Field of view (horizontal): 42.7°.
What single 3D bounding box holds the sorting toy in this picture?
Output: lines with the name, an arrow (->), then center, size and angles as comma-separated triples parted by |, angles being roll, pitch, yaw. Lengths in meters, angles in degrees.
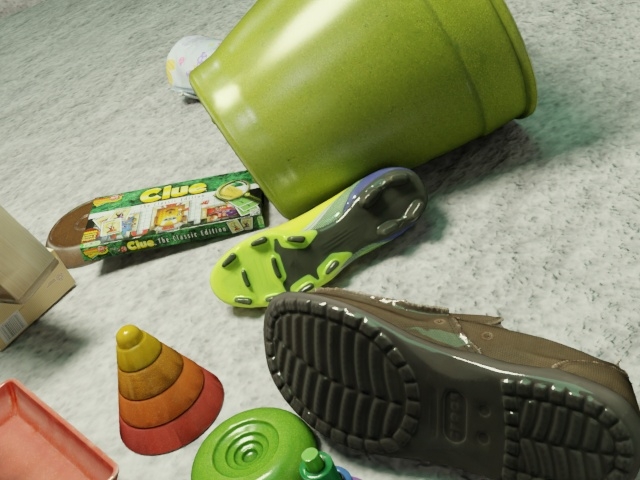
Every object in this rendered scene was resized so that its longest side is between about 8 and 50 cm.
sorting toy -> -0.096, 0.166, 0.772 | 0.127, 0.126, 0.365 | -41, 37, -27

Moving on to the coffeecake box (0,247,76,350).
coffeecake box -> -0.466, 0.067, 1.164 | 0.185, 0.068, 0.142 | 10, 46, 38

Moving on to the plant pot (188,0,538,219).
plant pot -> 0.030, -0.219, 1.087 | 0.353, 0.366, 0.366 | -34, 34, 1

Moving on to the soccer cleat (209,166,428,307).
soccer cleat -> 0.001, 0.001, 1.013 | 0.289, 0.093, 0.121 | -28, 3, -3

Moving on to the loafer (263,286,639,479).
loafer -> 0.110, 0.127, 0.741 | 0.366, 0.134, 0.130 | 17, 20, 30

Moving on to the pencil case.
pencil case -> -0.173, -0.304, 1.492 | 0.273, 0.113, 0.124 | 22, 62, 46

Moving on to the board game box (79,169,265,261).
board game box -> -0.210, -0.041, 1.187 | 0.260, 0.030, 0.136 | -11, 32, 2

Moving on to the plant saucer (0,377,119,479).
plant saucer -> -0.355, 0.279, 0.823 | 0.259, 0.048, 0.258 | -40, 38, -28

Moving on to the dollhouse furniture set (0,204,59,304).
dollhouse furniture set -> -0.526, 0.085, 0.881 | 0.362, 0.256, 0.394 | -1, 46, 47

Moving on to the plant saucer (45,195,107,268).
plant saucer -> -0.352, -0.021, 1.265 | 0.168, 0.029, 0.168 | -14, 34, 9
